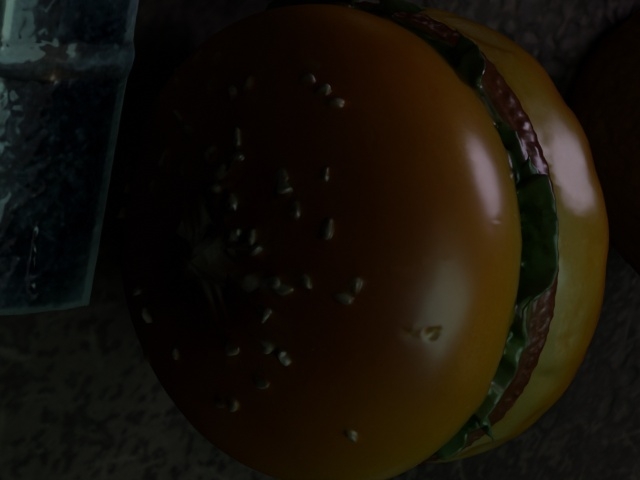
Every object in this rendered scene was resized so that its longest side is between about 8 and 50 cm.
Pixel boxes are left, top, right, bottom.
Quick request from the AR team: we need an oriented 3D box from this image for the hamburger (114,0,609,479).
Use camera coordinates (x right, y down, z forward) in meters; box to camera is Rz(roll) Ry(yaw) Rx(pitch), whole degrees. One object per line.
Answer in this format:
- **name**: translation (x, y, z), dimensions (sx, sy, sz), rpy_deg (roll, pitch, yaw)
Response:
- **hamburger**: translation (0.001, 0.002, 0.821), dimensions (0.170, 0.246, 0.246), rpy_deg (-8, 120, -49)

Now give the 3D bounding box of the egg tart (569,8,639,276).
- **egg tart**: translation (0.246, -0.042, 1.029), dimensions (0.215, 0.171, 0.215), rpy_deg (-18, 124, -28)

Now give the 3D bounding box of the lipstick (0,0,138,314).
- **lipstick**: translation (-0.122, -0.112, 0.772), dimensions (0.077, 0.076, 0.290), rpy_deg (-3, 115, -34)
